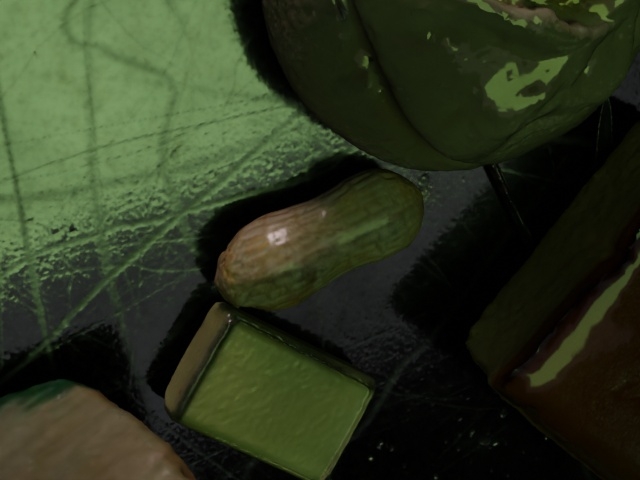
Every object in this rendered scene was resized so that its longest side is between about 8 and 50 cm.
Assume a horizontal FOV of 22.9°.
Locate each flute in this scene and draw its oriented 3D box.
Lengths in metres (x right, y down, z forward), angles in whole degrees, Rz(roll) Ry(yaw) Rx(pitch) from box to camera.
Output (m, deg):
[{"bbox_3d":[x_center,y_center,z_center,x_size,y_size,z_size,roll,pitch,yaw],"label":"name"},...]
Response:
[{"bbox_3d":[0.210,0.013,1.552,0.014,0.014,0.269,-32,113,-9],"label":"flute"}]

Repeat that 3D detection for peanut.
[{"bbox_3d":[0.000,0.000,1.433,0.207,0.087,0.087,-26,112,-10],"label":"peanut"}]

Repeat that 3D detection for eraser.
[{"bbox_3d":[-0.048,0.142,1.470,0.172,0.058,0.117,28,94,-24],"label":"eraser"}]

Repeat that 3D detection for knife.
[{"bbox_3d":[0.279,-0.060,1.558,0.023,0.010,0.170,-7,105,-24],"label":"knife"}]

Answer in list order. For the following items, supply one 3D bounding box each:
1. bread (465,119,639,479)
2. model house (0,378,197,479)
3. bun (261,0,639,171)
[{"bbox_3d":[0.348,0.088,1.542,0.333,0.143,0.323,38,88,-28],"label":"bread"},{"bbox_3d":[-0.255,0.372,1.346,0.382,0.334,0.342,-32,133,-25],"label":"model house"},{"bbox_3d":[0.131,-0.227,1.345,0.365,0.219,0.365,-4,103,-17],"label":"bun"}]
